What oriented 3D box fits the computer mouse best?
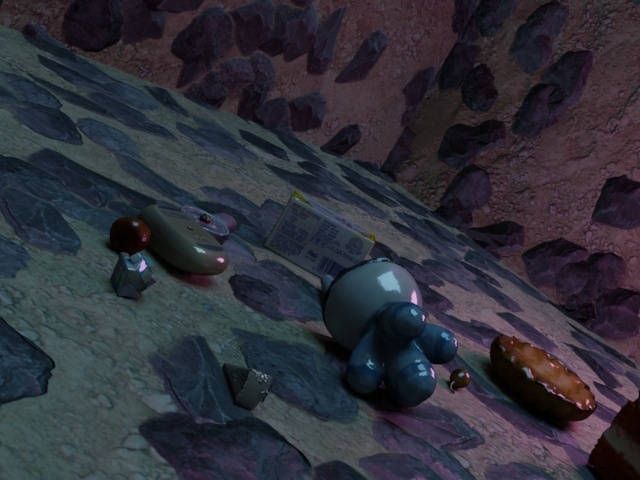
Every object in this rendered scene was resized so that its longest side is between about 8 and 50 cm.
[{"bbox_3d":[-0.300,0.005,1.764,0.236,0.082,0.145,37,16,33],"label":"computer mouse"}]

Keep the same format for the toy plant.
[{"bbox_3d":[0.154,0.213,1.703,0.247,0.247,0.332,23,18,-28],"label":"toy plant"}]

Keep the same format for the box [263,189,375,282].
[{"bbox_3d":[0.000,0.000,2.223,0.265,0.168,0.097,28,11,-4],"label":"box"}]

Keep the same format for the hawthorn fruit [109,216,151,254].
[{"bbox_3d":[-0.386,-0.012,1.666,0.081,0.081,0.093,32,14,6],"label":"hawthorn fruit"}]

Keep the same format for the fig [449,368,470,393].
[{"bbox_3d":[0.333,0.343,1.973,0.050,0.050,0.083,35,34,16],"label":"fig"}]

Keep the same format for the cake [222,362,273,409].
[{"bbox_3d":[-0.128,0.233,1.398,0.052,0.065,0.121,27,8,-25],"label":"cake"}]

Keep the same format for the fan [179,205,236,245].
[{"bbox_3d":[-0.270,-0.036,1.983,0.130,0.074,0.244,32,14,8],"label":"fan"}]

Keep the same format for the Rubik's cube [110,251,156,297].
[{"bbox_3d":[-0.338,0.063,1.501,0.073,0.084,0.075,15,37,-35],"label":"Rubik's cube"}]

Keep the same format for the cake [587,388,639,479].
[{"bbox_3d":[0.850,0.504,1.889,0.269,0.319,0.270,26,14,-22],"label":"cake"}]

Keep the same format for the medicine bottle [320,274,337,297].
[{"bbox_3d":[0.048,0.156,2.016,0.092,0.061,0.221,51,5,-25],"label":"medicine bottle"}]

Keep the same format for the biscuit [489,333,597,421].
[{"bbox_3d":[0.603,0.386,2.240,0.326,0.107,0.326,26,17,-9],"label":"biscuit"}]
